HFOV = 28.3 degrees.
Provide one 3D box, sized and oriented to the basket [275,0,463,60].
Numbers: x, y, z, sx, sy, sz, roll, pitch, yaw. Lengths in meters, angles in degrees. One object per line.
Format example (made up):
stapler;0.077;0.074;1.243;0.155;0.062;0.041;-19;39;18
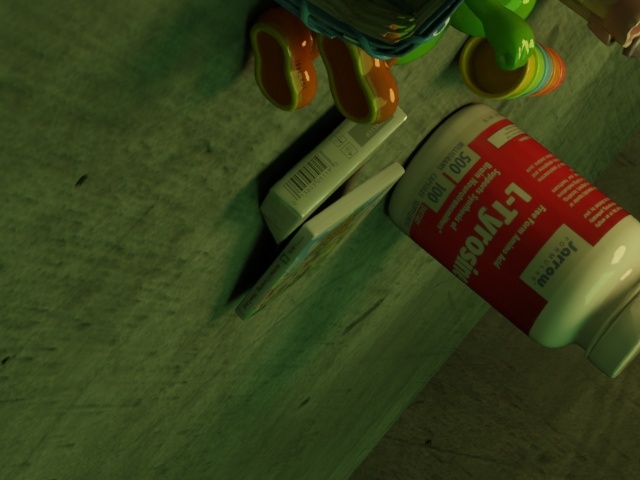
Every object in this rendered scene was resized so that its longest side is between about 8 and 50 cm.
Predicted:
basket;0.013;-0.245;0.822;0.201;0.254;0.289;-54;-178;20

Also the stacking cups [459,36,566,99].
stacking cups;0.282;-0.235;1.779;0.096;0.096;0.316;-54;164;15

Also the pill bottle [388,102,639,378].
pill bottle;0.316;0.005;1.833;0.229;0.407;0.229;-44;162;-18

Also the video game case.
video game case;0.000;0.000;1.610;0.212;0.023;0.193;-36;170;-47

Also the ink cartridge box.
ink cartridge box;0.001;-0.076;1.520;0.181;0.056;0.224;-44;-179;-17

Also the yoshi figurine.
yoshi figurine;0.110;-0.226;1.230;0.362;0.203;0.203;-42;178;-30

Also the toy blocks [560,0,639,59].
toy blocks;0.446;-0.372;1.602;0.288;0.260;0.309;-52;163;9
